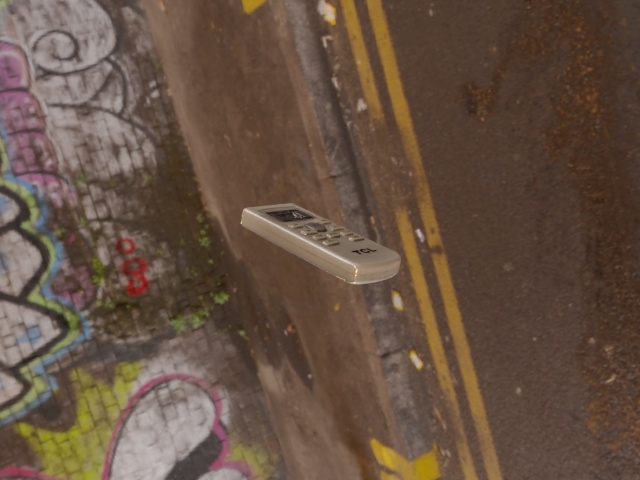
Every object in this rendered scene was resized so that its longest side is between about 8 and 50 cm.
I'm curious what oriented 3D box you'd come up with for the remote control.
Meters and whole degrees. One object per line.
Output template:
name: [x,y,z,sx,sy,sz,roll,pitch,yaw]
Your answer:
remote control: [0.000,0.000,0.764,0.190,0.087,0.029,27,115,38]
